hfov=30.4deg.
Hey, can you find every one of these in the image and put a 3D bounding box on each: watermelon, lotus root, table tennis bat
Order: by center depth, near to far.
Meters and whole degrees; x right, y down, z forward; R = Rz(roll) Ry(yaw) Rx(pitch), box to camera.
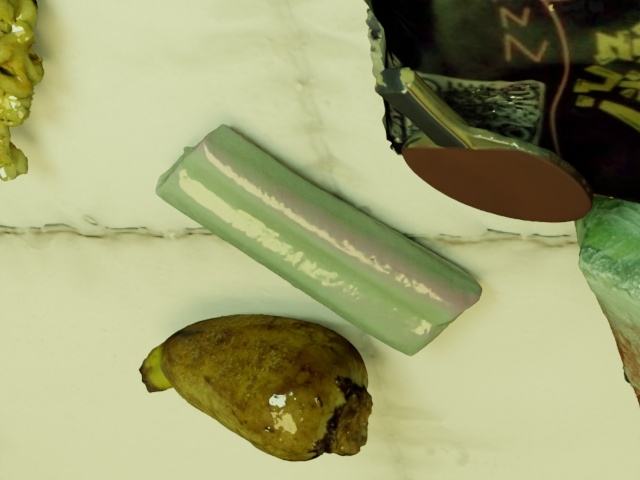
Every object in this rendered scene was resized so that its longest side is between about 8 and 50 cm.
[{"bbox_3d":[0.077,-0.043,0.589,0.095,0.014,0.158,7,162,40],"label":"table tennis bat"},{"bbox_3d":[0.221,0.069,0.724,0.154,0.094,0.241,24,157,29],"label":"watermelon"},{"bbox_3d":[-0.054,0.099,0.868,0.190,0.108,0.095,16,111,24],"label":"lotus root"}]

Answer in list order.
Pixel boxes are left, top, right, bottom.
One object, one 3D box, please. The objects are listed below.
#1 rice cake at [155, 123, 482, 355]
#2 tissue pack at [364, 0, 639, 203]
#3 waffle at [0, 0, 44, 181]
[{"bbox_3d":[-0.001,0.000,0.790,0.221,0.042,0.080,33,138,-11],"label":"rice cake"},{"bbox_3d":[0.185,-0.108,0.549,0.332,0.123,0.245,12,148,15],"label":"tissue pack"},{"bbox_3d":[-0.293,-0.144,0.752,0.254,0.052,0.245,13,138,10],"label":"waffle"}]
